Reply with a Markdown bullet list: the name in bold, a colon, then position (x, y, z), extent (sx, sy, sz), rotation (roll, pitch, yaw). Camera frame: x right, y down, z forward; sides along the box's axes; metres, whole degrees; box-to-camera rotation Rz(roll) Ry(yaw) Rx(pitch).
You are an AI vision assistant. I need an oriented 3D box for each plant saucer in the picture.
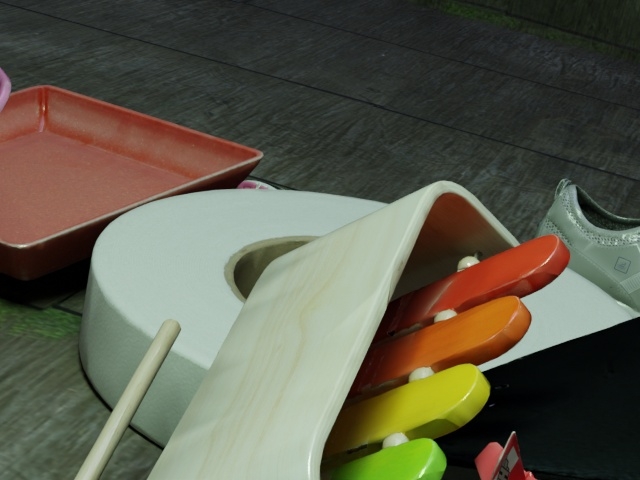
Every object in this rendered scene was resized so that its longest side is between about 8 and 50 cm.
- **plant saucer**: position (-0.221, -0.045, 1.341), extent (0.258, 0.048, 0.259), rotation (19, 28, 35)

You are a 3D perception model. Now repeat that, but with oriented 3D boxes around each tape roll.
- **tape roll**: position (0.032, 0.066, 1.179), extent (0.392, 0.072, 0.392), rotation (11, 20, -4)

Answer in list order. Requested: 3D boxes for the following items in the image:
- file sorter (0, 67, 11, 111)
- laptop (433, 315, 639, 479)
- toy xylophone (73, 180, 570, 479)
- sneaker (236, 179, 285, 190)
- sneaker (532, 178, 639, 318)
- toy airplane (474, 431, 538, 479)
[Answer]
- **file sorter**: position (-0.374, -0.138, 1.127), extent (0.291, 0.202, 0.182), rotation (44, -1, -32)
- **laptop**: position (0.280, 0.167, 0.912), extent (0.382, 0.236, 0.408), rotation (-16, 65, -36)
- **toy xylophone**: position (-0.015, 0.087, 0.877), extent (0.236, 0.081, 0.322), rotation (-21, 24, 40)
- **sneaker**: position (0.000, 0.000, 1.443), extent (0.170, 0.063, 0.075), rotation (29, 22, 30)
- **sneaker**: position (0.309, 0.031, 1.485), extent (0.281, 0.115, 0.105), rotation (18, 17, 15)
- **toy airplane**: position (0.067, 0.157, 0.808), extent (0.028, 0.151, 0.151), rotation (16, 12, -37)
